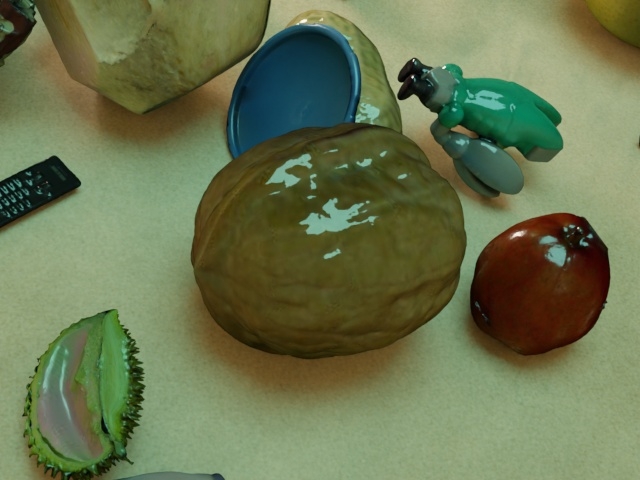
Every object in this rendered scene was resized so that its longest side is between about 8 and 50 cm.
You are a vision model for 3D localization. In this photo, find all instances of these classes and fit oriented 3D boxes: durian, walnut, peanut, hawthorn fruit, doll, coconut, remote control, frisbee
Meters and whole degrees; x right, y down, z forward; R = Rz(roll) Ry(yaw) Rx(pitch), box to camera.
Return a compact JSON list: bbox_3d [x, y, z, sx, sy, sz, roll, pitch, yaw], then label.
[{"bbox_3d":[-0.259,0.192,1.465,0.137,0.095,0.220,-27,41,15],"label":"durian"},{"bbox_3d":[-0.001,0.003,1.591,0.344,0.306,0.306,-9,53,-29],"label":"walnut"},{"bbox_3d":[0.028,-0.219,1.896,0.153,0.140,0.325,-16,53,-10],"label":"peanut"},{"bbox_3d":[0.298,0.050,1.703,0.185,0.202,0.185,16,46,-16],"label":"hawthorn fruit"},{"bbox_3d":[0.233,-0.189,1.923,0.258,0.153,0.195,41,50,-2],"label":"doll"},{"bbox_3d":[-0.233,-0.367,1.782,0.353,0.352,0.352,9,48,-10],"label":"coconut"},{"bbox_3d":[-0.418,-0.040,1.662,0.063,0.025,0.245,43,50,18],"label":"remote control"},{"bbox_3d":[-0.033,-0.185,1.803,0.045,0.242,0.242,19,36,-48],"label":"frisbee"}]

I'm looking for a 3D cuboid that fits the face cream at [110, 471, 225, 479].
[{"bbox_3d":[-0.243,0.353,1.325,0.420,0.137,0.235,-13,56,-18],"label":"face cream"}]

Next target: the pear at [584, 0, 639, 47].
[{"bbox_3d":[0.596,-0.488,2.190,0.348,0.348,0.348,9,48,-10],"label":"pear"}]

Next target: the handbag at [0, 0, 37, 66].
[{"bbox_3d":[-0.481,-0.279,1.744,0.127,0.235,0.213,32,25,-51],"label":"handbag"}]
